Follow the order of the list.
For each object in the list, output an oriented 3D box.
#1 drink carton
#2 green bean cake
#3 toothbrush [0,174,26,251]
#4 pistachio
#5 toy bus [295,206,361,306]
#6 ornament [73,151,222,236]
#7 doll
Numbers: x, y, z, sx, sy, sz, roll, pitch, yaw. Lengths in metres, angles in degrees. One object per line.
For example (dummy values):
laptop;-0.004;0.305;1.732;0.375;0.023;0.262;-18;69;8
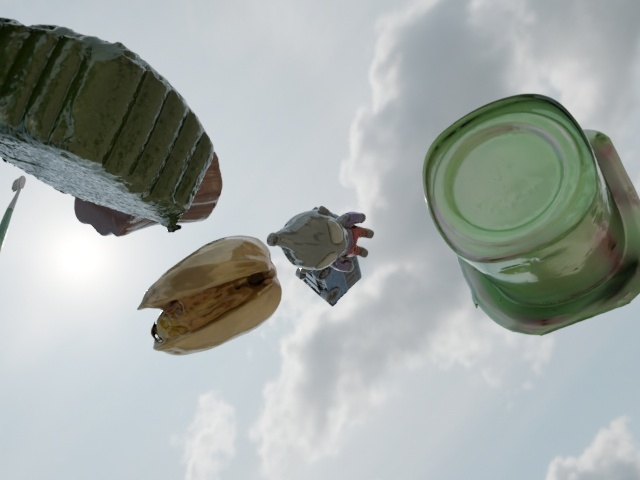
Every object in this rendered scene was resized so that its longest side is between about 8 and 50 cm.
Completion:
drink carton;0.148;-0.020;0.523;0.142;0.146;0.144;29;-139;-59
green bean cake;-0.279;-0.140;0.887;0.247;0.249;0.156;45;-118;-62
toothbrush;-0.568;-0.042;1.336;0.024;0.257;0.018;-24;-52;9
pistachio;-0.164;0.082;1.125;0.229;0.157;0.157;-27;-55;-24
toy bus;0.012;0.033;1.656;0.133;0.116;0.234;-41;-29;-15
ornament;-0.322;-0.118;1.391;0.217;0.235;0.221;-7;-109;-50
doll;0.000;0.000;1.070;0.227;0.075;0.102;5;-77;-54
